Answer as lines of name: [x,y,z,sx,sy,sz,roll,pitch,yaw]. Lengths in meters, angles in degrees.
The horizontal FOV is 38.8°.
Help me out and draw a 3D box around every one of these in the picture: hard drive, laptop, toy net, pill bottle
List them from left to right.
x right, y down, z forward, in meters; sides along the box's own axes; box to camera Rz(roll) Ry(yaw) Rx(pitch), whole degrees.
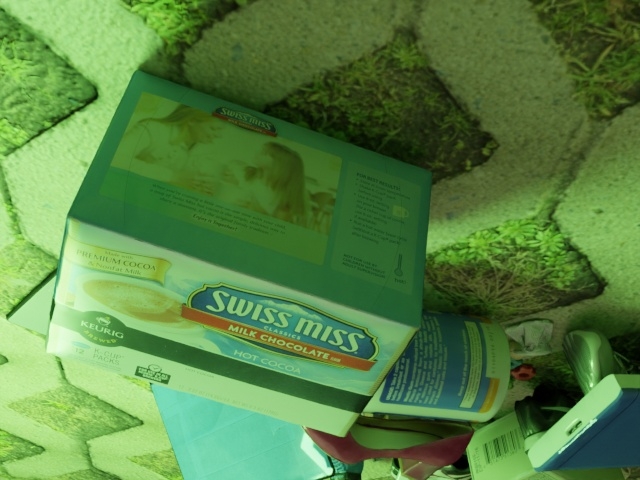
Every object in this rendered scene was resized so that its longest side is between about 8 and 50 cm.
laptop: [-0.239,0.217,1.349,0.407,0.236,0.382,26,142,-27]
pill bottle: [0.108,0.165,1.252,0.271,0.152,0.152,9,148,-16]
toy net: [0.294,0.190,1.380,0.122,0.045,0.232,17,146,-15]
hard drive: [0.487,0.268,1.329,0.318,0.040,0.210,5,136,-28]

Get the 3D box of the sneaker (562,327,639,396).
sneaker: [0.438,0.195,1.341,0.115,0.105,0.281,-27,141,11]

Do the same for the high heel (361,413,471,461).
high heel: [0.156,0.281,1.538,0.186,0.093,0.261,-14,138,3]

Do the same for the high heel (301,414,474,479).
high heel: [0.092,0.259,1.247,0.244,0.082,0.117,29,118,-21]

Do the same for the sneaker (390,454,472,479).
sneaker: [0.224,0.427,1.757,0.178,0.072,0.077,4,136,-10]

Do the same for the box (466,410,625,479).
box: [0.414,0.426,1.628,0.148,0.121,0.311,-35,130,27]

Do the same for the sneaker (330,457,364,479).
sneaker: [0.036,0.435,1.774,0.058,0.085,0.152,-13,142,28]

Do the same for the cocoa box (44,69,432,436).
cocoa box: [-0.082,0.018,0.968,0.347,0.231,0.228,18,137,-8]

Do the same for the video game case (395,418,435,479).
video game case: [0.149,0.329,1.431,0.023,0.183,0.201,23,112,10]

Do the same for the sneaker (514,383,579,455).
sneaker: [0.394,0.278,1.470,0.234,0.106,0.078,1,149,-43]
